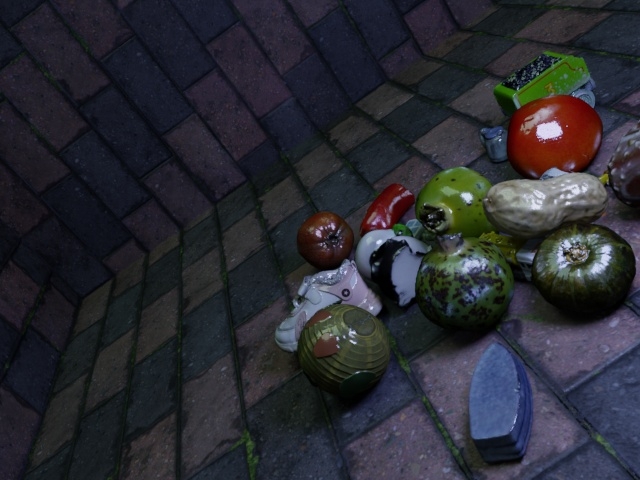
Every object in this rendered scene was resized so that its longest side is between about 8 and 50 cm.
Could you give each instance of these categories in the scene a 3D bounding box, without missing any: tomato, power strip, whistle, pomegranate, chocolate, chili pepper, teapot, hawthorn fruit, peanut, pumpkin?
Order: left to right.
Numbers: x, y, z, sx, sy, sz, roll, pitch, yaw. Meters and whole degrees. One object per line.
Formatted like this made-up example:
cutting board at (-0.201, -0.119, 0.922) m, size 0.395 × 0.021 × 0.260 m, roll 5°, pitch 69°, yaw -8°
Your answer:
hawthorn fruit at (0.000, 0.000, 2.288) m, size 0.210 × 0.210 × 0.262 m, roll -46°, pitch 18°, yaw -19°
chili pepper at (0.204, -0.055, 2.201) m, size 0.135 × 0.131 × 0.338 m, roll -19°, pitch 30°, yaw 53°
power strip at (0.297, -0.006, 2.105) m, size 0.081 × 0.035 × 0.192 m, roll -6°, pitch 38°, yaw 48°
pomegranate at (0.387, -0.081, 1.799) m, size 0.261 × 0.260 × 0.341 m, roll -20°, pitch -3°, yaw 32°
pomegranate at (0.357, 0.096, 1.576) m, size 0.255 × 0.270 × 0.254 m, roll -14°, pitch 21°, yaw 6°
teapot at (0.625, -0.353, 2.197) m, size 0.111 × 0.108 × 0.149 m, roll -27°, pitch 27°, yaw 17°
peanut at (0.550, -0.078, 1.531) m, size 0.292 × 0.143 × 0.159 m, roll -6°, pitch 54°, yaw 9°
tomato at (0.696, -0.321, 1.910) m, size 0.299 × 0.226 × 0.298 m, roll -33°, pitch 25°, yaw 17°
pumpkin at (0.602, 0.064, 1.437) m, size 0.224 × 0.157 × 0.223 m, roll -22°, pitch 48°, yaw 27°
whistle at (0.806, -0.178, 1.736) m, size 0.109 × 0.046 × 0.057 m, roll -34°, pitch 10°, yaw -8°
chocolate at (0.843, -0.205, 1.533) m, size 0.340 × 0.225 × 0.210 m, roll -45°, pitch 18°, yaw -25°

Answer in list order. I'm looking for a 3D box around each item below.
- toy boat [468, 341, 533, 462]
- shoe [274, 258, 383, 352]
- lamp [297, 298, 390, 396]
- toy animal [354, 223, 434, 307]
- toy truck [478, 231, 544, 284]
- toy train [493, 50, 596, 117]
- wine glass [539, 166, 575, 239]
toy boat at (0.385, 0.335, 1.341) m, size 0.127 × 0.078 × 0.282 m, roll -24°, pitch 28°, yaw 32°
shoe at (0.000, 0.195, 1.906) m, size 0.351 × 0.198 × 0.172 m, roll -26°, pitch 7°, yaw 7°
lamp at (0.055, 0.303, 1.668) m, size 0.250 × 0.250 × 0.284 m, roll -71°, pitch 2°, yaw -51°
toy animal at (0.226, 0.055, 1.890) m, size 0.213 × 0.212 × 0.267 m, roll -39°, pitch 31°, yaw -4°
toy truck at (0.515, 0.041, 1.641) m, size 0.098 × 0.114 × 0.227 m, roll -45°, pitch 26°, yaw -17°
toy train at (0.755, -0.485, 2.095) m, size 0.307 × 0.248 × 0.173 m, roll -35°, pitch 27°, yaw 2°
wine glass at (0.619, -0.072, 1.671) m, size 0.196 × 0.165 × 0.165 m, roll -52°, pitch 27°, yaw -13°
